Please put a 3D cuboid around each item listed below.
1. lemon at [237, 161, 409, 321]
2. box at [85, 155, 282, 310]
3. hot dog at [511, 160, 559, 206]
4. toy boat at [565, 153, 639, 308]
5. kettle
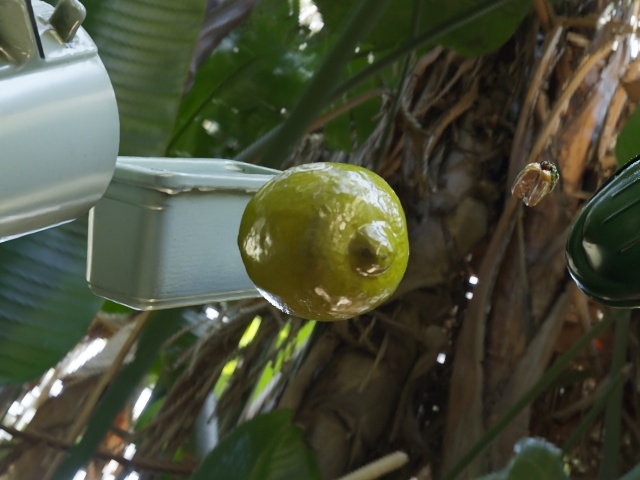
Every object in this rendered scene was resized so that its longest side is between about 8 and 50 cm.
[{"bbox_3d":[0.000,0.000,1.174,0.248,0.184,0.184,7,-41,48],"label":"lemon"},{"bbox_3d":[-0.174,-0.013,1.371,0.175,0.312,0.182,14,-81,35],"label":"box"},{"bbox_3d":[0.331,-0.091,1.565,0.056,0.041,0.133,39,-15,9],"label":"hot dog"},{"bbox_3d":[0.247,-0.027,0.635,0.210,0.104,0.052,-31,-32,24],"label":"toy boat"},{"bbox_3d":[-0.374,-0.117,0.929,0.361,0.376,0.250,-41,-97,34],"label":"kettle"}]
